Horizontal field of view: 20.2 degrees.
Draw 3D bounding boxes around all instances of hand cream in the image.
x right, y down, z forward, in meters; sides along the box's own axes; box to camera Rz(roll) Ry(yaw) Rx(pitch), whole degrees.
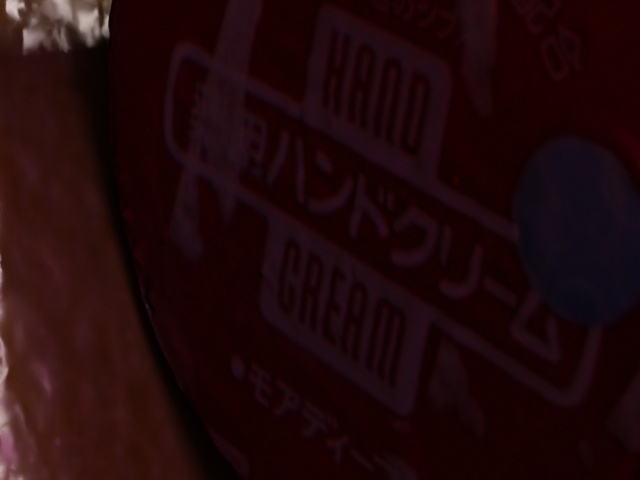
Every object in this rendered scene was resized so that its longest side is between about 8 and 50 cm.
[{"bbox_3d":[0.063,-0.030,0.460,0.149,0.230,0.230,-15,83,-38],"label":"hand cream"}]

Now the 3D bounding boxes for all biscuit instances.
[{"bbox_3d":[0.000,0.000,0.553,0.232,0.013,0.237,7,70,-32],"label":"biscuit"}]
